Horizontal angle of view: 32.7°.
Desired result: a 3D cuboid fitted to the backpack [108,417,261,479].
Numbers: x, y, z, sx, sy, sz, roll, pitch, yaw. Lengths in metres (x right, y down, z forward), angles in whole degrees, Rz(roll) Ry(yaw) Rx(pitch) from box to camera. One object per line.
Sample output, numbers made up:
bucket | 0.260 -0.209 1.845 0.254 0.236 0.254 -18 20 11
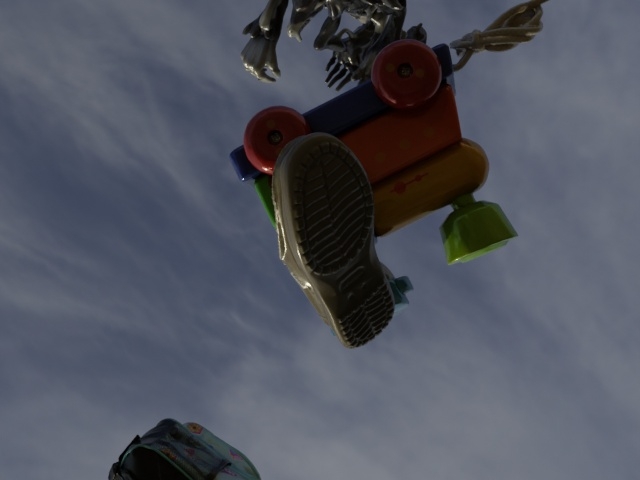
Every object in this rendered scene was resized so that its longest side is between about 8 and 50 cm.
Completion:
backpack | -0.136 0.303 1.188 0.188 0.144 0.166 35 -70 14

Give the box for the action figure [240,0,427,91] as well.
action figure | 0.018 -0.201 1.063 0.141 0.164 0.275 -66 -23 -1

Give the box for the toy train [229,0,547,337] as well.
toy train | 0.082 -0.051 0.681 0.248 0.105 0.143 -26 -99 5

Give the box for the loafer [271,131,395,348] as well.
loafer | 0.000 0.000 0.599 0.056 0.050 0.148 -36 -45 -23
